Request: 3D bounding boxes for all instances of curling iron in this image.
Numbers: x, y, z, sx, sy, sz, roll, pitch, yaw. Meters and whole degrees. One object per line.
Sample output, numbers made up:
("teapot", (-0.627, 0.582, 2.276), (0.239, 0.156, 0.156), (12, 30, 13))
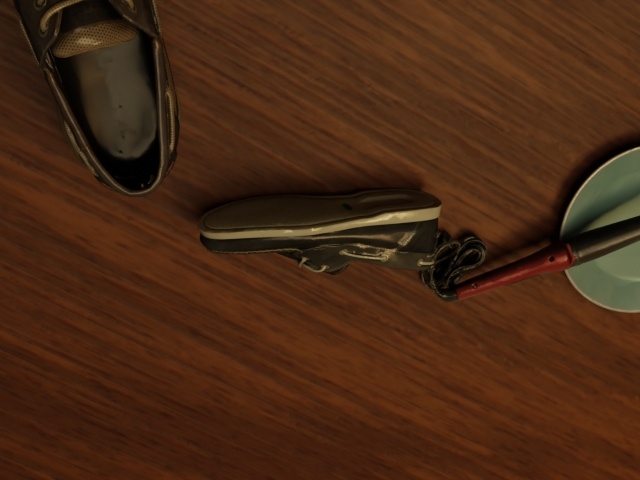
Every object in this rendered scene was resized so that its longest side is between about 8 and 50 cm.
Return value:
("curling iron", (0.230, 0.005, 1.377), (0.274, 0.035, 0.068), (-12, 116, 8))

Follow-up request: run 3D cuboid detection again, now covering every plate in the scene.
("plate", (0.327, -0.014, 1.417), (0.188, 0.024, 0.188), (-5, 117, -9))

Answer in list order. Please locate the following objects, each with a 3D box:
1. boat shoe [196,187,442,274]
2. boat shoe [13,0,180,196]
("boat shoe", (0.000, 0.000, 1.329), (0.233, 0.084, 0.079), (-2, 116, -13))
("boat shoe", (-0.186, -0.195, 1.166), (0.132, 0.130, 0.355), (-23, 120, -7))
